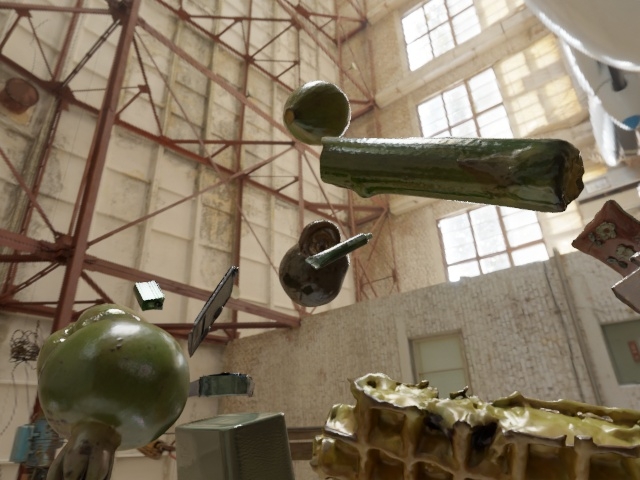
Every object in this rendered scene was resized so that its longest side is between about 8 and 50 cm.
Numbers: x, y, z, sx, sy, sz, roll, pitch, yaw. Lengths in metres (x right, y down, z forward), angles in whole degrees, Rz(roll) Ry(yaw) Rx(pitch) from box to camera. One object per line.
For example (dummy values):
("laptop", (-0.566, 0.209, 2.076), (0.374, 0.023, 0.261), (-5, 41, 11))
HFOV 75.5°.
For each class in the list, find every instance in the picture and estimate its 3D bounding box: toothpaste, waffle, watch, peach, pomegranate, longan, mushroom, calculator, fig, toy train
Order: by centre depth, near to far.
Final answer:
("waffle", (0.133, 0.222, 0.365), (0.283, 0.309, 0.065), (45, -157, 6))
("pomegranate", (-0.254, 0.204, 0.532), (0.179, 0.179, 0.211), (21, -154, -49))
("toy train", (-0.407, 0.131, 0.983), (0.056, 0.093, 0.038), (-2, -62, -39))
("toothpaste", (0.054, 0.021, 1.024), (0.204, 0.049, 0.032), (-24, -50, -32))
("peach", (-0.562, 0.319, 1.082), (0.291, 0.247, 0.293), (-7, -76, -30))
("mushroom", (-0.002, 0.001, 1.163), (0.126, 0.085, 0.110), (-6, -104, -17))
("calculator", (-0.329, 0.211, 1.268), (0.028, 0.166, 0.274), (25, -136, 1))
("watch", (-0.345, 0.458, 1.287), (0.275, 0.275, 0.068), (-1, -111, -8))
("longan", (-0.016, 0.101, 1.378), (0.248, 0.248, 0.249), (31, -131, -44))
("fig", (-0.024, -0.458, 1.500), (0.271, 0.239, 0.240), (-29, -83, -54))

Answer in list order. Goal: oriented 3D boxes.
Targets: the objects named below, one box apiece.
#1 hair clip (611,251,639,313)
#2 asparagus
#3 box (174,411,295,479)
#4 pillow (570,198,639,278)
("hair clip", (0.534, 0.001, 0.569), (0.085, 0.101, 0.331), (51, 167, 26))
("asparagus", (0.093, -0.071, 0.400), (0.060, 0.277, 0.068), (32, -106, -48))
("box", (-0.195, 0.584, 0.933), (0.177, 0.351, 0.344), (3, -111, -38))
("pillow", (0.789, 0.006, 1.093), (0.075, 0.172, 0.179), (-28, -122, -35))
